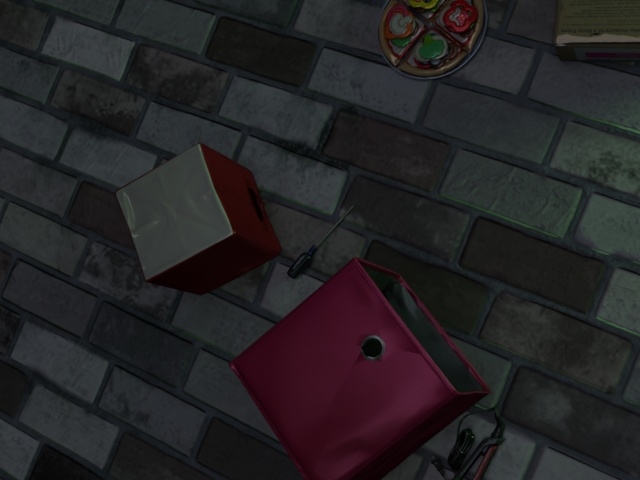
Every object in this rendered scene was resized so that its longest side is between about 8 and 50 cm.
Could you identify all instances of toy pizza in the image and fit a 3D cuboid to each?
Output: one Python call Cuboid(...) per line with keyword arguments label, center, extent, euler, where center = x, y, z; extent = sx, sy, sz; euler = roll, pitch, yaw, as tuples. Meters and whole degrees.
Cuboid(label="toy pizza", center=(0.191, -0.381, 1.568), extent=(0.201, 0.032, 0.201), euler=(-4, 79, 21))

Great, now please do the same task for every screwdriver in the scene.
Cuboid(label="screwdriver", center=(0.000, 0.000, 1.584), extent=(0.170, 0.024, 0.025), euler=(-51, 38, -1))

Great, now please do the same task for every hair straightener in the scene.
Cuboid(label="hair straightener", center=(0.215, 0.359, 1.413), extent=(0.089, 0.047, 0.231), euler=(28, 91, 24))

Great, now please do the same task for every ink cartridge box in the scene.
Cuboid(label="ink cartridge box", center=(0.499, -0.385, 1.415), extent=(0.234, 0.088, 0.193), euler=(6, 84, 22))

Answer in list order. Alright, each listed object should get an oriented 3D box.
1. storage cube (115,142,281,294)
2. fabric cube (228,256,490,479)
Cuboid(label="storage cube", center=(-0.214, -0.030, 1.579), extent=(0.214, 0.193, 0.184), euler=(-27, 72, 14))
Cuboid(label="fabric cube", center=(0.066, 0.212, 1.385), extent=(0.258, 0.259, 0.254), euler=(-40, 70, 11))
